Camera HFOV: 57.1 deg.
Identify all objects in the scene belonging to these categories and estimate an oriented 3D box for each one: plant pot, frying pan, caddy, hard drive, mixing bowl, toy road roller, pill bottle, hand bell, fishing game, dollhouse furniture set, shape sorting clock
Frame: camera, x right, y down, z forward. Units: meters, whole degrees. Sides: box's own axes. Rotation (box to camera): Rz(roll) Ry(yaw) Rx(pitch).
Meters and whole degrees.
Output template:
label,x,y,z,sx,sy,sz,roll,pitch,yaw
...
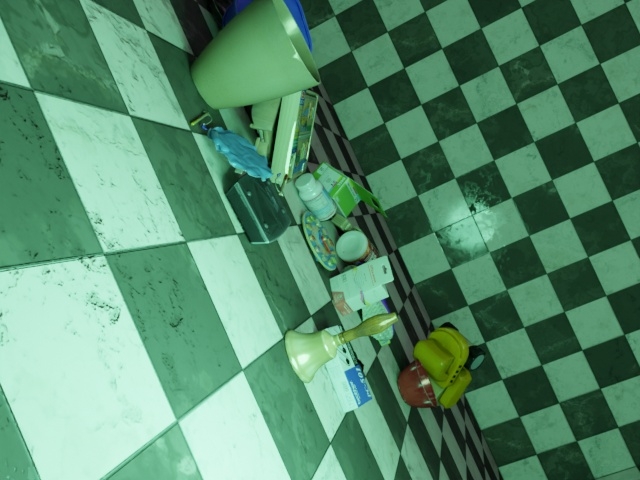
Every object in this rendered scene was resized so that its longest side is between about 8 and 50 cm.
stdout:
label,x,y,z,sx,sy,sz,roll,pitch,yaw
plant pot,-0.179,-0.450,1.481,0.256,0.274,0.256,59,15,-27
frying pan,-0.324,-0.798,1.988,0.197,0.053,0.326,33,34,-55
caddy,-0.170,-0.634,1.860,0.179,0.241,0.341,-28,-104,64
hard drive,-0.148,-0.082,1.427,0.172,0.054,0.254,63,14,-8
mixing bowl,0.335,0.524,2.100,0.181,0.098,0.181,58,16,-28
toy road roller,0.448,0.483,2.260,0.241,0.329,0.202,0,32,-43
pill bottle,0.151,0.063,2.161,0.221,0.121,0.121,47,23,-52
hand bell,0.057,0.212,1.288,0.126,0.242,0.126,59,16,-27
pill bottle,-0.018,-0.145,1.959,0.160,0.087,0.087,55,17,-37
fishing game,-0.191,-0.200,1.391,0.264,0.041,0.189,37,22,-15
dollhouse furniture set,-0.193,-0.334,1.706,0.303,0.174,0.355,92,10,-66
shape sorting clock,0.000,0.000,1.872,0.206,0.040,0.206,59,15,-25

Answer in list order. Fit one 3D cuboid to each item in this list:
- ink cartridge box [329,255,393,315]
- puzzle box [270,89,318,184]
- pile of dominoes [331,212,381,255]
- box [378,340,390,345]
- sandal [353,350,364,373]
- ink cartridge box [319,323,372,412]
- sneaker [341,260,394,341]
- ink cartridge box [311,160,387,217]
label,x,y,z,sx,sy,sz,roll,pitch,yaw
ink cartridge box,0.136,0.137,1.806,0.067,0.198,0.115,53,18,-40
puzzle box,-0.073,-0.327,1.790,0.409,0.052,0.272,-62,162,-76
pile of dominoes,0.111,-0.025,2.242,0.196,0.040,0.251,35,-7,36
box,0.215,0.293,2.167,0.109,0.042,0.178,61,14,-21
sandal,0.095,0.354,1.611,0.067,0.040,0.179,62,14,-7
ink cartridge box,0.058,0.320,1.490,0.097,0.046,0.207,0,66,-64
sneaker,0.193,0.198,2.039,0.146,0.102,0.293,-29,95,-57
ink cartridge box,0.096,-0.147,2.078,0.255,0.097,0.189,37,-6,25
